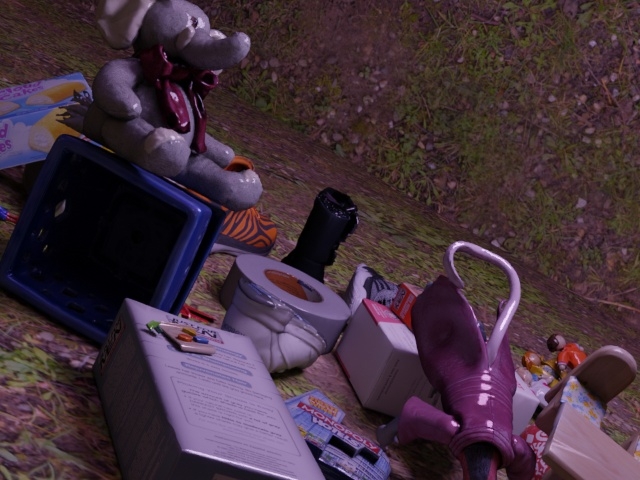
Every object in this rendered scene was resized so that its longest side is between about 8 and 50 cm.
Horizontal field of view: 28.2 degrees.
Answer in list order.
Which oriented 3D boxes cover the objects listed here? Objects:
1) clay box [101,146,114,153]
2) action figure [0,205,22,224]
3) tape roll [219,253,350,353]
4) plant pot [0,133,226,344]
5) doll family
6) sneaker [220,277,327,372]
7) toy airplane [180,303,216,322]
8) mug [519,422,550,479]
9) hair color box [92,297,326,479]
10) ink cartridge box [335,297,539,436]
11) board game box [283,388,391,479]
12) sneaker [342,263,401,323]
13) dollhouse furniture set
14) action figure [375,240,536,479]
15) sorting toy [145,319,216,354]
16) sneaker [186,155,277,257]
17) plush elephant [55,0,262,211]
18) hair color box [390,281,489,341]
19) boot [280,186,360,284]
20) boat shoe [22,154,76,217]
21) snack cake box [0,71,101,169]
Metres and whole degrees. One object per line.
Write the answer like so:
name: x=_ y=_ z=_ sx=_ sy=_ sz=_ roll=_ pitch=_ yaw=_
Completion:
clay box: x=-0.406 y=-0.141 z=2.367 sx=0.222 sy=0.053 sz=0.127 roll=36 pitch=-16 yaw=33
action figure: x=-0.522 y=-0.057 z=1.996 sx=0.115 sy=0.030 sz=0.038 roll=21 pitch=19 yaw=-17
tape roll: x=-0.061 y=0.107 z=2.170 sx=0.219 sy=0.072 sz=0.219 roll=26 pitch=13 yaw=-6
plant pot: x=-0.281 y=0.003 z=1.806 sx=0.236 sy=0.236 sz=0.212 roll=28 pitch=8 yaw=10
doll family: x=0.430 y=0.280 z=2.439 sx=0.163 sy=0.118 sz=0.263 roll=37 pitch=34 yaw=15
sneaker: x=-0.085 y=0.149 z=1.896 sx=0.111 sy=0.129 sz=0.297 roll=31 pitch=-5 yaw=26
toy airplane: x=-0.220 y=0.101 z=1.975 sx=0.151 sy=0.028 sz=0.151 roll=27 pitch=13 yaw=-6
mug: x=0.377 y=0.368 z=1.951 sx=0.150 sy=0.113 sz=0.169 roll=24 pitch=17 yaw=-4
hair color box: x=-0.141 y=0.217 z=1.507 sx=0.185 sy=0.113 sz=0.374 roll=21 pitch=15 yaw=-24
ink cartridge box: x=0.190 y=0.225 z=2.104 sx=0.283 sy=0.117 sz=0.207 roll=22 pitch=14 yaw=-20
board game box: x=0.007 y=0.271 z=1.705 sx=0.194 sy=0.060 sz=0.194 roll=28 pitch=14 yaw=5
sneaker: x=0.119 y=0.121 z=2.391 sx=0.153 sy=0.101 sz=0.268 roll=25 pitch=11 yaw=2
dollhouse furniture set: x=0.473 y=0.348 z=1.642 sx=0.394 sy=0.256 sz=0.362 roll=40 pitch=36 yaw=-2
action figure: x=0.237 y=0.231 z=1.816 sx=0.248 sy=0.275 sz=0.370 roll=18 pitch=36 yaw=-14
sorting toy: x=-0.172 y=0.115 z=1.557 sx=0.083 sy=0.012 sz=0.062 roll=14 pitch=18 yaw=-45
sneaker: x=-0.151 y=-0.068 z=2.415 sx=0.124 sy=0.180 sz=0.321 roll=33 pitch=14 yaw=23
plush elephant: x=-0.206 y=-0.226 z=1.796 sx=0.330 sy=0.255 sz=0.272 roll=27 pitch=0 yaw=35
hair color box: x=0.194 y=0.135 z=2.081 sx=0.093 sy=0.053 sz=0.167 roll=17 pitch=15 yaw=-30
boot: x=0.000 y=0.000 z=2.396 sx=0.094 sy=0.207 sz=0.246 roll=26 pitch=13 yaw=-3
boat shoe: x=-0.430 y=-0.096 z=2.161 sx=0.091 sy=0.114 sz=0.302 roll=28 pitch=14 yaw=-31
snack cake box: x=-0.506 y=-0.192 z=2.122 sx=0.264 sy=0.089 sz=0.152 roll=-15 pitch=30 yaw=-15
